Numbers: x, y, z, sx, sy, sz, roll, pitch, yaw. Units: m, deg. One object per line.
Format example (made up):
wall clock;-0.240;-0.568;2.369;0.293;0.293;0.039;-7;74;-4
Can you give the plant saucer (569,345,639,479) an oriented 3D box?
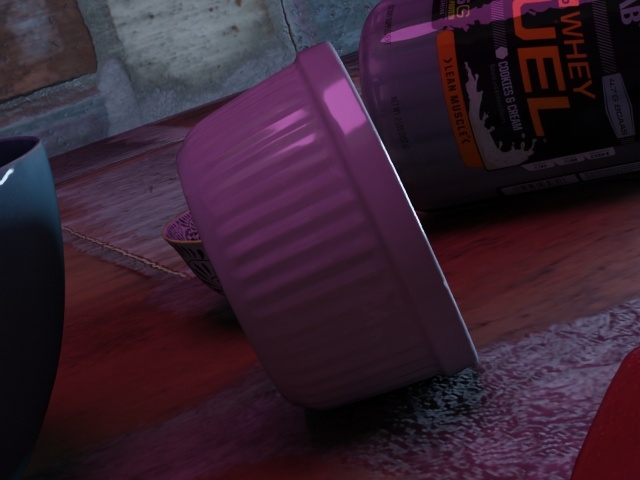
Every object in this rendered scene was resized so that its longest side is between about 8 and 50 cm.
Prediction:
plant saucer;0.228;0.008;0.357;0.259;0.048;0.258;-2;-25;-42

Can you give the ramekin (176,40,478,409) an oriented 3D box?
ramekin;0.000;0.000;0.719;0.109;0.207;0.207;-26;14;2

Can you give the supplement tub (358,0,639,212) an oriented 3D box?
supplement tub;0.207;-0.141;1.024;0.316;0.193;0.193;-11;15;21

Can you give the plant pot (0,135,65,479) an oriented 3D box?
plant pot;-0.274;0.076;0.733;0.290;0.195;0.290;-15;14;4

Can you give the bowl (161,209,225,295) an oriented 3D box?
bowl;-0.031;0.006;0.963;0.170;0.080;0.170;-16;14;4
